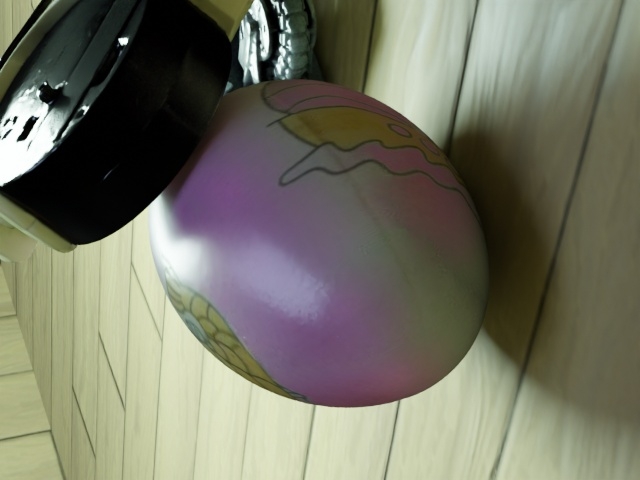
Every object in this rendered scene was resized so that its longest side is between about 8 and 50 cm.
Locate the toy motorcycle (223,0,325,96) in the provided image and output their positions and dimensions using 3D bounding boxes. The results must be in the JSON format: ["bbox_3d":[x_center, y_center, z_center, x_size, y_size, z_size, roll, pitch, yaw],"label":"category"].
[{"bbox_3d":[-0.065,-0.138,1.324,0.307,0.108,0.173,-150,50,-66],"label":"toy motorcycle"}]

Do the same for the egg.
[{"bbox_3d":[0.000,0.000,1.050,0.271,0.196,0.196,-164,67,-67],"label":"egg"}]

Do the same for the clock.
[{"bbox_3d":[-0.122,-0.164,1.133,0.276,0.120,0.379,-7,50,54],"label":"clock"}]
